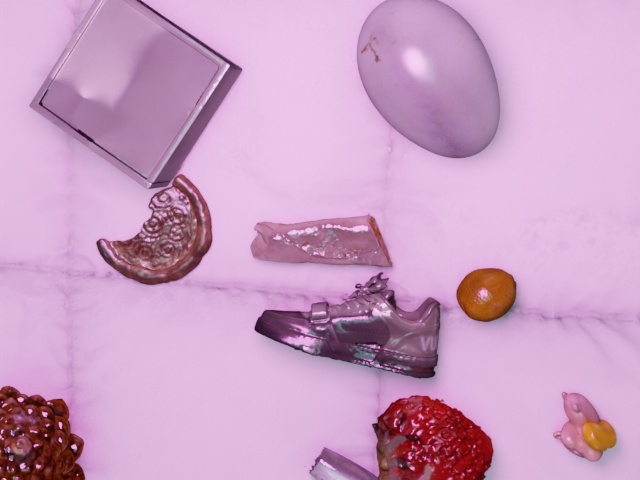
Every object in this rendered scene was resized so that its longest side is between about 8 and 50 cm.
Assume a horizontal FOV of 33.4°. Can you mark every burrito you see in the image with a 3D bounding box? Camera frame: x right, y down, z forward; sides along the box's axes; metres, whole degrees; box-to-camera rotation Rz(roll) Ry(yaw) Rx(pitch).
[{"bbox_3d":[0.000,0.000,1.679,0.226,0.060,0.087,0,102,4],"label":"burrito"}]

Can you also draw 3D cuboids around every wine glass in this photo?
[{"bbox_3d":[0.094,0.420,1.722,0.262,0.074,0.074,33,99,2],"label":"wine glass"}]

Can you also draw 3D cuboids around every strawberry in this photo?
[{"bbox_3d":[0.177,0.334,1.651,0.202,0.187,0.184,1,125,-17],"label":"strawberry"}]

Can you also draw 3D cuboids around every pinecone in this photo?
[{"bbox_3d":[-0.516,0.342,1.683,0.264,0.264,0.264,1,97,5],"label":"pinecone"}]

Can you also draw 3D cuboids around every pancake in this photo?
[{"bbox_3d":[-0.264,-0.020,1.720,0.184,0.020,0.190,15,98,4],"label":"pancake"}]

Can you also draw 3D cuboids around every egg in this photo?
[{"bbox_3d":[0.163,-0.239,1.575,0.183,0.183,0.264,-34,100,8],"label":"egg"}]

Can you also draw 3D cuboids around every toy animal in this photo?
[{"bbox_3d":[0.405,0.301,1.673,0.082,0.091,0.114,-40,94,22],"label":"toy animal"}]

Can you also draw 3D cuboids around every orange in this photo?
[{"bbox_3d":[0.260,0.083,1.657,0.095,0.085,0.085,-26,95,-12],"label":"orange"}]

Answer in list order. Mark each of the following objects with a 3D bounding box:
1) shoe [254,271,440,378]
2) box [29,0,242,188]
[{"bbox_3d":[0.053,0.115,1.671,0.293,0.109,0.149,14,94,0],"label":"shoe"},{"bbox_3d":[-0.277,-0.234,1.640,0.225,0.117,0.225,35,98,3],"label":"box"}]
